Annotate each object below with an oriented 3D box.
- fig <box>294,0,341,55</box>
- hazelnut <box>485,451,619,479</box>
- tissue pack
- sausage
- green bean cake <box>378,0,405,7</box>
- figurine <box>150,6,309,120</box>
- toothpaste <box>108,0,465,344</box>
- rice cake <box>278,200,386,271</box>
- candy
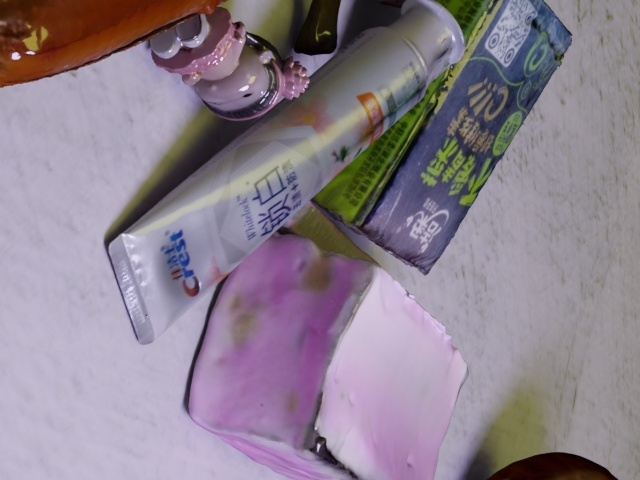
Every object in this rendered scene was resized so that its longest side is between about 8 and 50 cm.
[{"bbox_3d":[0.024,-0.247,1.291,0.217,0.217,0.321,-53,173,-43],"label":"fig"},{"bbox_3d":[0.220,0.321,1.874,0.229,0.229,0.229,-36,132,-55],"label":"hazelnut"},{"bbox_3d":[0.095,-0.101,1.499,0.235,0.073,0.173,-58,152,1],"label":"tissue pack"},{"bbox_3d":[-0.116,-0.155,1.081,0.330,0.102,0.102,-36,132,-57],"label":"sausage"},{"bbox_3d":[0.079,-0.262,1.486,0.135,0.056,0.136,-48,142,-42],"label":"green bean cake"},{"bbox_3d":[-0.062,-0.122,1.241,0.129,0.072,0.054,40,32,-58],"label":"figurine"},{"bbox_3d":[-0.023,-0.058,1.319,0.323,0.066,0.100,-42,142,-28],"label":"toothpaste"},{"bbox_3d":[0.000,0.000,1.445,0.036,0.047,0.206,-66,152,-11],"label":"rice cake"},{"bbox_3d":[0.017,0.108,1.443,0.265,0.116,0.155,41,62,-61],"label":"candy"}]
